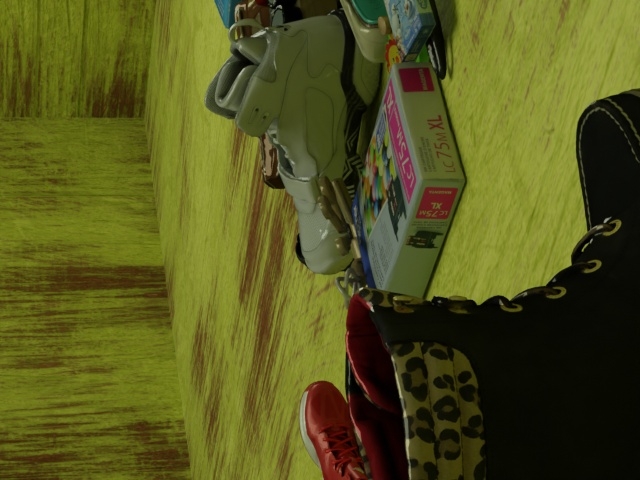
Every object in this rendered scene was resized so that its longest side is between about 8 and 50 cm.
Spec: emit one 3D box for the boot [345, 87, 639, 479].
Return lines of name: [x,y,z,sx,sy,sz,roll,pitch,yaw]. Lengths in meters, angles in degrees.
boot: [0.160,0.051,1.170,0.138,0.284,0.377,111,154,-58]

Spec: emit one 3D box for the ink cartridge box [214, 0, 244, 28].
ink cartridge box: [-0.098,-0.521,2.624,0.223,0.129,0.308,-111,24,-57]

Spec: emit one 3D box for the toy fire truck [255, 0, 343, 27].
toy fire truck: [-0.029,-0.308,2.360,0.246,0.158,0.217,130,138,-56]

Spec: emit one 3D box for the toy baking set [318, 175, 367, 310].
toy baking set: [0.041,0.032,2.058,0.197,0.030,0.256,31,-141,-68]

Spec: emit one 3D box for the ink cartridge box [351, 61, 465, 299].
ink cartridge box: [0.095,-0.040,1.967,0.311,0.065,0.186,102,162,-50]

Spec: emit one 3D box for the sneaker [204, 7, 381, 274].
sneaker: [-0.043,-0.128,2.179,0.137,0.210,0.366,-145,56,-59]

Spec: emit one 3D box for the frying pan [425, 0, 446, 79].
frying pan: [0.117,-0.368,1.867,0.197,0.053,0.326,101,153,-54]

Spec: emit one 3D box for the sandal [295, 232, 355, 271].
sandal: [0.000,-0.001,2.389,0.254,0.054,0.097,172,97,-77]

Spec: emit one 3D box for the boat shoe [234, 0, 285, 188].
boat shoe: [-0.079,-0.232,2.507,0.122,0.119,0.324,44,-138,-62]

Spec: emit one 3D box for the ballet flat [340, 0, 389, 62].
ballet flat: [0.053,-0.318,2.106,0.248,0.086,0.086,-105,19,-44]

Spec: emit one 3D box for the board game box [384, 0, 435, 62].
board game box: [0.100,-0.263,1.869,0.090,0.020,0.090,119,140,-65]

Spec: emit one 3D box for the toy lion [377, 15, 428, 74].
toy lion: [0.103,-0.223,1.971,0.100,0.034,0.096,-153,50,-64]

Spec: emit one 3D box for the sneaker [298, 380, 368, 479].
sneaker: [0.040,0.291,2.223,0.128,0.087,0.221,-32,71,65]
